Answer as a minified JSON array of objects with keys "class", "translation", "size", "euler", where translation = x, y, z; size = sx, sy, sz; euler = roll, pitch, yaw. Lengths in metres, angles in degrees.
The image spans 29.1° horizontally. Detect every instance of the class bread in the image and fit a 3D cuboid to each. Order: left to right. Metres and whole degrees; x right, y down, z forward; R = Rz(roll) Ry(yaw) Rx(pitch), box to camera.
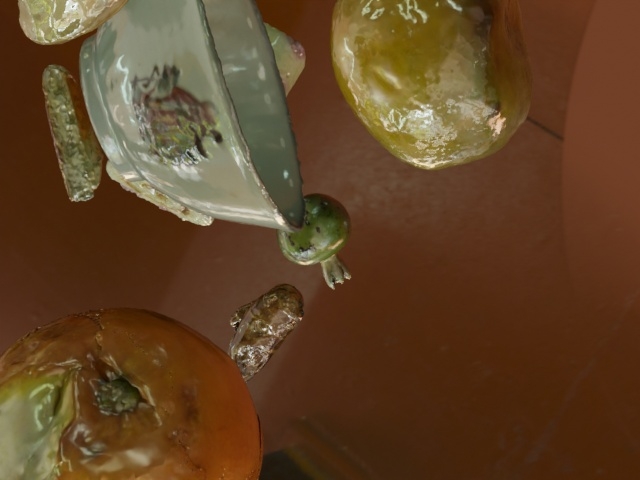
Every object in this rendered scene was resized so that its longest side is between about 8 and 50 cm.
[{"class":"bread","translation":[-0.279,-0.116,1.405],"size":[0.054,0.136,0.154],"euler":[-10,88,-11]},{"class":"bread","translation":[-0.176,-0.204,1.961],"size":[0.187,0.155,0.338],"euler":[28,73,1]}]

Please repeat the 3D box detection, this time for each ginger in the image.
[{"class":"ginger","translation":[-0.084,0.118,1.689],"size":[0.073,0.103,0.162],"euler":[37,107,-7]}]

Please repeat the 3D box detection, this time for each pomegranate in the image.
[{"class":"pomegranate","translation":[0.000,0.000,1.799],"size":[0.114,0.114,0.142],"euler":[-23,103,31]}]

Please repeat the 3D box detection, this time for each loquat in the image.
[{"class":"loquat","translation":[0.142,-0.238,1.612],"size":[0.276,0.276,0.284],"euler":[-11,108,33]}]

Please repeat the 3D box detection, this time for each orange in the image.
[{"class":"orange","translation":[-0.163,0.169,0.977],"size":[0.240,0.240,0.240],"euler":[2,93,33]}]

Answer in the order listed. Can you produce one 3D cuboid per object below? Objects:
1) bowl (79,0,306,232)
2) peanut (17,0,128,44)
[{"class":"bowl","translation":[-0.136,-0.150,1.215],"size":[0.157,0.337,0.337],"euler":[-15,84,9]},{"class":"peanut","translation":[-0.151,-0.235,0.701],"size":[0.117,0.101,0.263],"euler":[-15,68,40]}]
